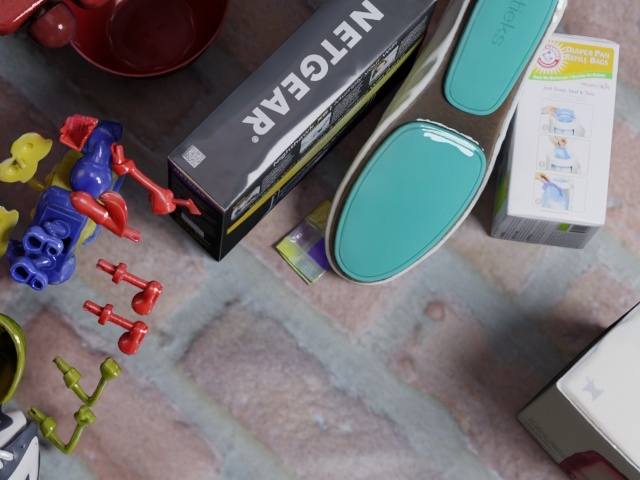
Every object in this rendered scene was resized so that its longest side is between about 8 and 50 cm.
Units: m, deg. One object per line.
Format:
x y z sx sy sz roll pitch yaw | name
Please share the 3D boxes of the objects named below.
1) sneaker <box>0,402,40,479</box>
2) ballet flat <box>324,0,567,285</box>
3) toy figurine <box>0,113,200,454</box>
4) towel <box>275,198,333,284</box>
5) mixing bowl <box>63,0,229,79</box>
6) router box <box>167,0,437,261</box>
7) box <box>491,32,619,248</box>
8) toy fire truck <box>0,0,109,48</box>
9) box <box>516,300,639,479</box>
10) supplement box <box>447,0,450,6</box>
-0.340 0.220 1.684 0.094 0.235 0.153 -10 63 24 | sneaker
0.129 -0.136 1.818 0.139 0.139 0.400 30 107 2 | ballet flat
-0.242 0.007 1.776 0.191 0.217 0.362 24 120 -4 | toy figurine
0.000 0.000 1.857 0.083 0.009 0.060 -42 84 -12 | towel
-0.184 -0.242 1.848 0.181 0.098 0.181 0 74 0 | mixing bowl
-0.022 -0.132 1.767 0.081 0.243 0.309 43 77 5 | router box
0.248 -0.105 1.846 0.103 0.114 0.203 7 77 -1 | box
-0.290 -0.336 1.756 0.302 0.169 0.254 -41 94 -12 | toy fire truck
0.305 0.157 1.731 0.148 0.232 0.127 -42 83 -11 | box
0.226 -0.316 1.912 0.078 0.080 0.233 33 76 4 | supplement box
